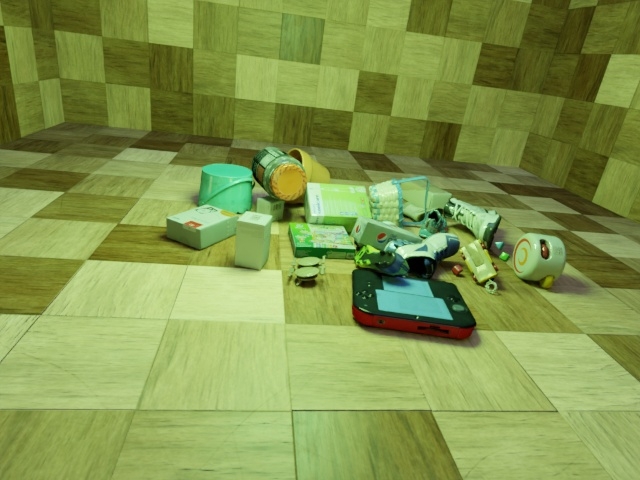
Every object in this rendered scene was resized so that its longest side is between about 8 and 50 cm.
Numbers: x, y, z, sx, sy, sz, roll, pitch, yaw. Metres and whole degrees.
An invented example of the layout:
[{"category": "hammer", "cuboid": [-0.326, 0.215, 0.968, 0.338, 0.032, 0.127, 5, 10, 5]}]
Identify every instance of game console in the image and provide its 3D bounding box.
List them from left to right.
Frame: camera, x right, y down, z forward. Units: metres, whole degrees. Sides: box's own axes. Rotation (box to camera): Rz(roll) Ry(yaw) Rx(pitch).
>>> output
[{"category": "game console", "cuboid": [0.295, 0.195, 1.419, 0.386, 0.060, 0.342, 9, 24, 1]}]

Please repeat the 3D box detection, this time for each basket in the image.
[{"category": "basket", "cuboid": [0.383, -0.185, 2.077, 0.288, 0.255, 0.201, -2, 30, 2]}]

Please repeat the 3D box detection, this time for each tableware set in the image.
[{"category": "tableware set", "cuboid": [-0.044, 0.107, 1.544, 0.128, 0.039, 0.194, -3, 17, 4]}]

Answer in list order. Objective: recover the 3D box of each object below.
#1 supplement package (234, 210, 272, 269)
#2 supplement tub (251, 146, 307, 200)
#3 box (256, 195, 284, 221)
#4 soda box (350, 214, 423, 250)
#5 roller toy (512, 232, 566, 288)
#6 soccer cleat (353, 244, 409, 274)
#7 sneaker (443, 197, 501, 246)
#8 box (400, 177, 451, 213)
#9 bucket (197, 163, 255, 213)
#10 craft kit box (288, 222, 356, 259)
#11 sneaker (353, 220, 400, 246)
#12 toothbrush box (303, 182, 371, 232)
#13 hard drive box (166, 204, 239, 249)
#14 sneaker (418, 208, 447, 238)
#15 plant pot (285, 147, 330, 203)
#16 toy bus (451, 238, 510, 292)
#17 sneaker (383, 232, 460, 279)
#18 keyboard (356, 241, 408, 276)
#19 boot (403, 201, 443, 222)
[{"category": "supplement package", "cuboid": [-0.244, 0.000, 1.545, 0.105, 0.179, 0.105, 10, 23, 5]}, {"category": "supplement tub", "cuboid": [-0.195, -0.312, 2.001, 0.207, 0.207, 0.338, -2, 23, -22]}, {"category": "box", "cuboid": [-0.237, -0.148, 1.989, 0.087, 0.102, 0.101, 25, 28, 30]}, {"category": "soda box", "cuboid": [0.275, -0.013, 1.746, 0.286, 0.098, 0.091, 15, 16, -25]}, {"category": "roller toy", "cuboid": [0.888, 0.072, 1.715, 0.146, 0.191, 0.209, 8, 23, -1]}, {"category": "soccer cleat", "cuboid": [0.222, 0.083, 1.592, 0.121, 0.093, 0.289, 35, -10, -21]}, {"category": "sneaker", "cuboid": [0.715, -0.091, 2.061, 0.257, 0.169, 0.447, 19, 16, 14]}, {"category": "box", "cuboid": [0.610, -0.266, 2.496, 0.148, 0.121, 0.311, -3, 25, -25]}, {"category": "bucket", "cuboid": [-0.455, -0.254, 2.062, 0.281, 0.183, 0.281, 7, 23, -3]}, {"category": "craft kit box", "cuboid": [0.000, 0.000, 1.785, 0.249, 0.061, 0.247, 2, 21, -12]}, {"category": "sneaker", "cuboid": [0.264, -0.024, 1.846, 0.283, 0.110, 0.122, -14, 32, -41]}, {"category": "toothbrush box", "cuboid": [0.074, -0.150, 1.970, 0.283, 0.122, 0.206, 2, 52, -14]}, {"category": "hard drive box", "cuboid": [-0.475, -0.059, 1.727, 0.181, 0.089, 0.232, 17, 25, 23]}, {"category": "sneaker", "cuboid": [0.571, -0.093, 2.082, 0.104, 0.125, 0.262, 19, 26, 24]}, {"category": "plant pot", "cuboid": [-0.087, -0.315, 2.239, 0.203, 0.291, 0.291, 14, 17, -33]}, {"category": "toy bus", "cuboid": [0.641, 0.099, 1.679, 0.191, 0.202, 0.104, 18, -6, 39]}, {"category": "sneaker", "cuboid": [0.427, 0.074, 1.679, 0.315, 0.128, 0.182, -8, 31, -17]}, {"category": "keyboard", "cuboid": [0.243, 0.074, 1.681, 0.256, 0.014, 0.072, 31, -10, 43]}, {"category": "boot", "cuboid": [0.541, -0.158, 2.287, 0.213, 0.077, 0.165, -13, 29, -34]}]
